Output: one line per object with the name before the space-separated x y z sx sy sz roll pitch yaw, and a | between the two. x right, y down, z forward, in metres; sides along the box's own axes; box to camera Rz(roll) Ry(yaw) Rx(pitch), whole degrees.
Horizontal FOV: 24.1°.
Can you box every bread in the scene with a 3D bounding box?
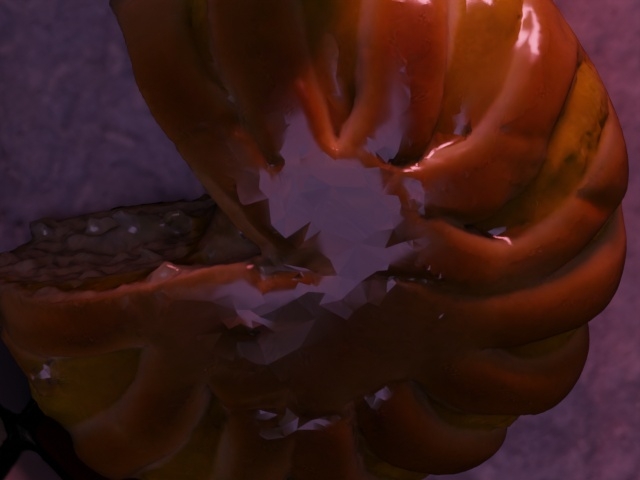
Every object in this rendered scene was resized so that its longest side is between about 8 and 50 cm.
bread | 0.000 0.000 0.747 0.333 0.160 0.333 1 104 3

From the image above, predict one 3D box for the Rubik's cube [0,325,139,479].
Rubik's cube | -0.213 0.147 0.787 0.167 0.183 0.180 -40 96 13
